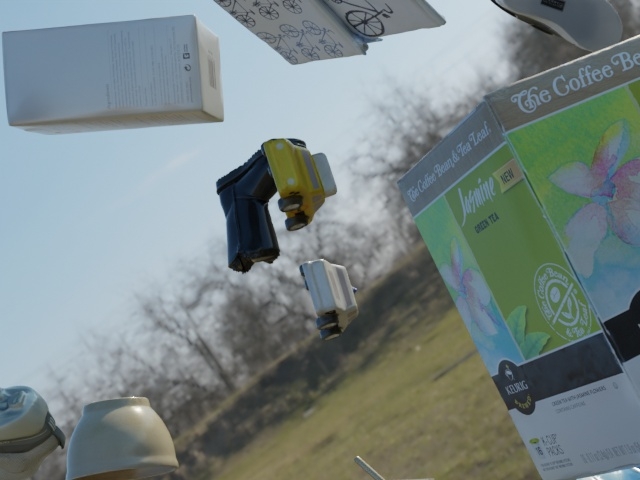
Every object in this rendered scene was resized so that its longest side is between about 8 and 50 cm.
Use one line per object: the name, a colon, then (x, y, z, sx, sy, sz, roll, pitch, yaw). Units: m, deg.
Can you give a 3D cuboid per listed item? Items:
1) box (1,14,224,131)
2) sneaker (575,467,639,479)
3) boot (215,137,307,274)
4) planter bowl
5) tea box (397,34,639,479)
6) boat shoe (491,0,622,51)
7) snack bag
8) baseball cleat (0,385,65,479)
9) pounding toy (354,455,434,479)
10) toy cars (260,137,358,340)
box: (-0.364, -0.290, 2.044, 0.345, 0.168, 0.215, -4, 0, 5)
sneaker: (0.599, 0.472, 1.914, 0.208, 0.319, 0.127, -28, -39, -18)
boot: (-0.104, -0.064, 2.266, 0.246, 0.207, 0.094, -29, -27, 34)
planter bowl: (-0.293, 0.288, 1.660, 0.162, 0.109, 0.162, -8, -15, -2)
tea box: (0.304, -0.004, 1.034, 0.329, 0.323, 0.220, -23, -9, -22)
boat shoe: (0.338, -0.338, 1.675, 0.076, 0.228, 0.080, 37, 111, 64)
snack bag: (-0.027, -0.364, 1.628, 0.342, 0.323, 0.037, -1, 62, 44)
baseball cleat: (-0.336, 0.189, 1.054, 0.206, 0.109, 0.072, -7, 39, 20)
pounding toy: (0.120, 0.428, 1.826, 0.130, 0.100, 0.141, -5, 39, 10)
toy cars: (0.000, 0.000, 1.674, 0.087, 0.394, 0.176, -17, 33, 0)
